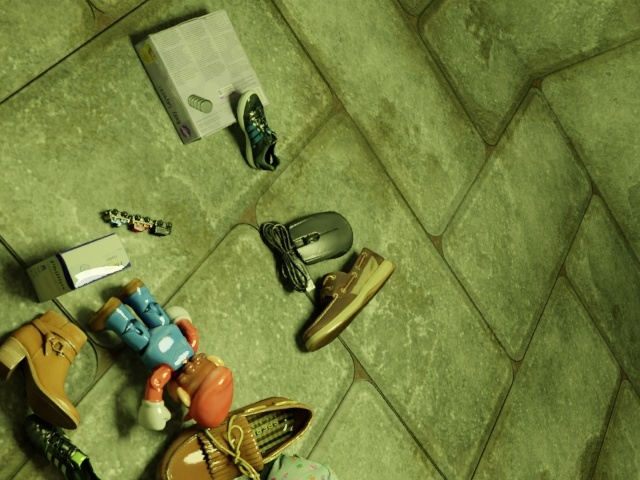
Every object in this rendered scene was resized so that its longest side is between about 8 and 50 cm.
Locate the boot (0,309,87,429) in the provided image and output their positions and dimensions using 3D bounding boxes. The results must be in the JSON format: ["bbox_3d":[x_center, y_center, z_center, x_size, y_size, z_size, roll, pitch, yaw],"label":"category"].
[{"bbox_3d":[-0.458,0.221,1.462,0.197,0.073,0.152,47,41,-5],"label":"boot"}]

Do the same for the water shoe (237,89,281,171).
[{"bbox_3d":[-0.131,-0.250,1.904,0.073,0.080,0.203,-49,144,-37],"label":"water shoe"}]

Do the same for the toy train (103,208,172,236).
[{"bbox_3d":[-0.369,-0.034,1.692,0.158,0.027,0.036,15,78,-43],"label":"toy train"}]

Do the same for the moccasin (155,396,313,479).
[{"bbox_3d":[-0.162,0.415,1.670,0.380,0.147,0.139,-9,86,-47],"label":"moccasin"}]

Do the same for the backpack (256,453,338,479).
[{"bbox_3d":[-0.044,0.517,1.723,0.152,0.182,0.115,-66,149,-31],"label":"backpack"}]

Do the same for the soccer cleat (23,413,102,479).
[{"bbox_3d":[-0.443,0.368,1.453,0.179,0.072,0.060,56,46,-17],"label":"soccer cleat"}]

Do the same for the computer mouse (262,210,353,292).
[{"bbox_3d":[0.000,0.000,2.007,0.272,0.072,0.188,-25,84,-49],"label":"computer mouse"}]

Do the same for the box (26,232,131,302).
[{"bbox_3d":[-0.438,0.049,1.512,0.126,0.137,0.072,-26,96,-47],"label":"box"}]

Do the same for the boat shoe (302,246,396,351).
[{"bbox_3d":[0.047,0.131,2.020,0.123,0.123,0.342,40,54,9],"label":"boat shoe"}]

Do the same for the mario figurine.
[{"bbox_3d":[-0.305,0.239,1.616,0.198,0.170,0.320,-42,93,-7],"label":"mario figurine"}]

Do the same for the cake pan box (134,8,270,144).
[{"bbox_3d":[-0.256,-0.374,1.886,0.267,0.070,0.246,-38,107,-45],"label":"cake pan box"}]
